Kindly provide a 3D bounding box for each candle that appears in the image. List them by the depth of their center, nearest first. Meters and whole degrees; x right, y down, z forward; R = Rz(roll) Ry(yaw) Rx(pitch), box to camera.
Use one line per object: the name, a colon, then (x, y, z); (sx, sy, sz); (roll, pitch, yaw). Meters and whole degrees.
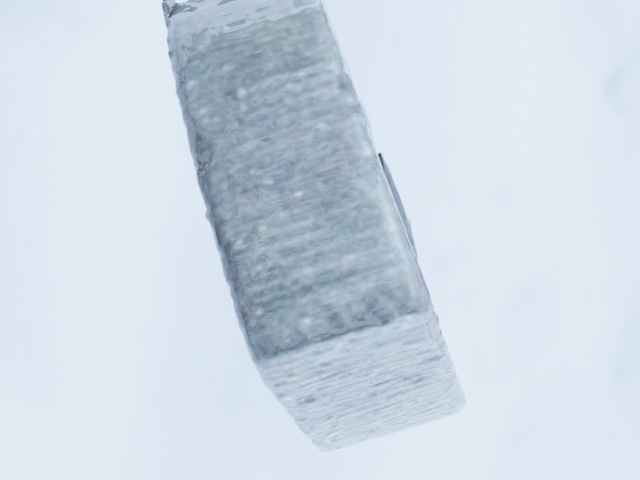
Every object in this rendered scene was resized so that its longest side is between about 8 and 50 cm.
candle: (0.000, 0.000, 0.573); (0.068, 0.168, 0.192); (-20, 112, 5)
